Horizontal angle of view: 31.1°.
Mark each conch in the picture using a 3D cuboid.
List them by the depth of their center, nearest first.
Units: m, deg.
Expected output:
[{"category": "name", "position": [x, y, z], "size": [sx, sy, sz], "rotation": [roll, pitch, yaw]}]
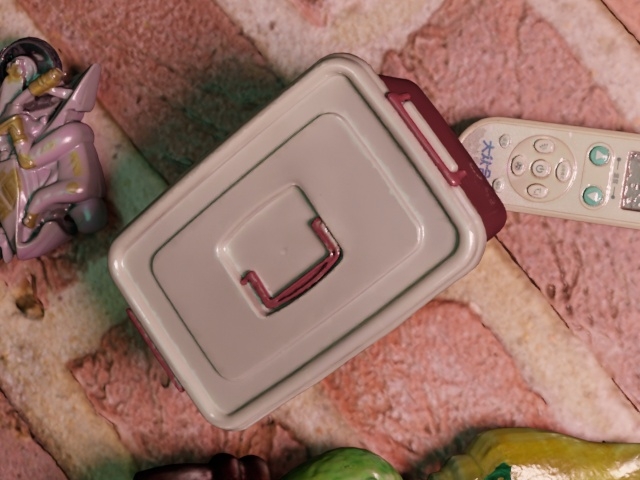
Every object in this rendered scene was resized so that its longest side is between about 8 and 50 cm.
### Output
[{"category": "conch", "position": [0.171, 0.202, 0.955], "size": [0.201, 0.079, 0.094], "rotation": [6, 111, 6]}]

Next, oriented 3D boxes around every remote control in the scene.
[{"category": "remote control", "position": [0.218, -0.054, 0.948], "size": [0.222, 0.042, 0.078], "rotation": [9, 93, 14]}]

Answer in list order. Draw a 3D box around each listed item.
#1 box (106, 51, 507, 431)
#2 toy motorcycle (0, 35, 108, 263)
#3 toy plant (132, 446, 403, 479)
[{"category": "box", "position": [0.000, 0.000, 0.924], "size": [0.294, 0.167, 0.193], "rotation": [-38, 80, 23]}, {"category": "toy motorcycle", "position": [-0.256, -0.065, 1.059], "size": [0.152, 0.073, 0.225], "rotation": [22, 98, 12]}, {"category": "toy plant", "position": [-0.052, 0.267, 0.975], "size": [0.235, 0.175, 0.218], "rotation": [13, 103, -13]}]
